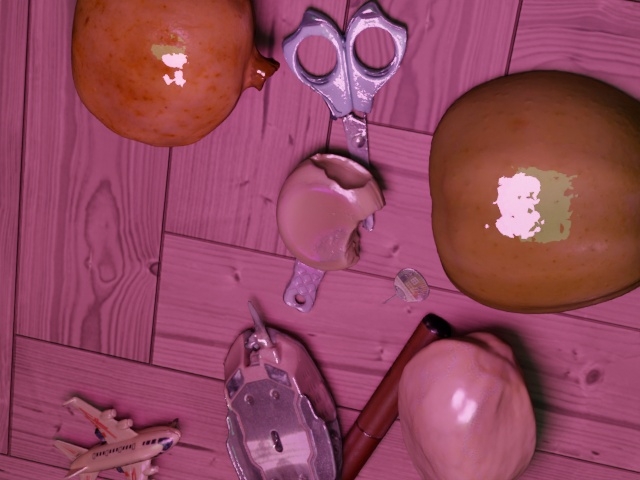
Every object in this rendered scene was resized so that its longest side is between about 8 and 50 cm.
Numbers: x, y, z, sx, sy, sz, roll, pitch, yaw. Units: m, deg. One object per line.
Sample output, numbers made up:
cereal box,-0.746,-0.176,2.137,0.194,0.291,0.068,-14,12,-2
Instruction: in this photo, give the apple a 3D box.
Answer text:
apple,0.346,-0.063,1.788,0.360,0.312,0.320,-2,155,14

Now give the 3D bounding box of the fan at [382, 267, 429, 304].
fan,0.134,0.073,1.928,0.080,0.003,0.060,-6,108,14

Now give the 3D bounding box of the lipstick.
lipstick,0.106,0.273,1.980,0.057,0.057,0.357,30,113,0

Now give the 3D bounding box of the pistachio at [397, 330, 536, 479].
pistachio,0.230,0.287,1.884,0.226,0.208,0.332,9,130,20

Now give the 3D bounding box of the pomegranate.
pomegranate,-0.229,-0.285,1.732,0.307,0.307,0.307,4,111,10

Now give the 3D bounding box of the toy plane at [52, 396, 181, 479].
toy plane,-0.343,0.365,2.083,0.256,0.104,0.242,-23,102,19

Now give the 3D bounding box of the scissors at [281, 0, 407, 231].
scissors,0.052,-0.180,1.835,0.191,0.029,0.360,-4,109,12

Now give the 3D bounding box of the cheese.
cheese,0.000,0.000,1.887,0.163,0.082,0.286,23,126,11

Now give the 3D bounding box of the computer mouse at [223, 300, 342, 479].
computer mouse,-0.062,0.282,1.993,0.199,0.115,0.389,-14,94,26
